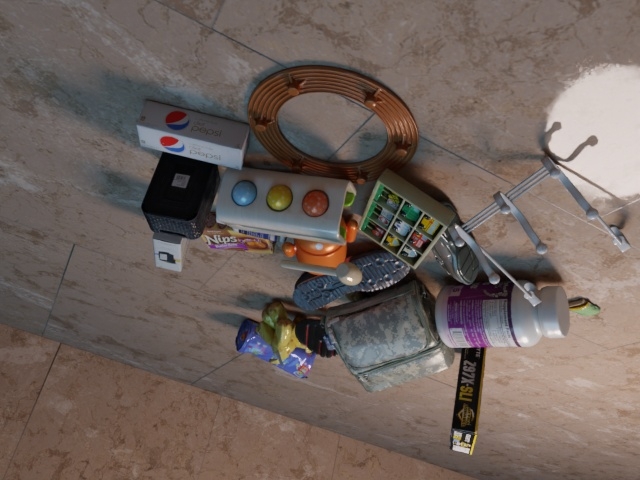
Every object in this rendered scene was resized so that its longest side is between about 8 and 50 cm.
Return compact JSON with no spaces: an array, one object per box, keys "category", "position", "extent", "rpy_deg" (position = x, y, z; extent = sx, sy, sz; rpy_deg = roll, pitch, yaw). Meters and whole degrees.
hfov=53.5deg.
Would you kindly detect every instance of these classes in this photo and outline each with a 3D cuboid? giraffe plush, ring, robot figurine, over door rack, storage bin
[{"category":"giraffe plush","position":[-0.084,0.303,2.082],"extent":[0.170,0.210,0.181],"rpy_deg":[-6,157,-31]},{"category":"ring","position":[0.020,-0.204,1.226],"extent":[0.336,0.032,0.336],"rpy_deg":[10,151,5]},{"category":"robot figurine","position":[-0.002,0.001,1.504],"extent":[0.158,0.128,0.219],"rpy_deg":[15,152,9]},{"category":"over door rack","position":[0.445,0.006,1.256],"extent":[0.239,0.108,0.324],"rpy_deg":[-38,127,26]},{"category":"storage bin","position":[-0.300,-0.105,1.385],"extent":[0.122,0.180,0.084],"rpy_deg":[11,152,5]}]

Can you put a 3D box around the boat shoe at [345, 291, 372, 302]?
[{"category":"boat shoe","position":[0.127,0.172,1.841],"extent":[0.048,0.056,0.153],"rpy_deg":[-5,140,38]}]

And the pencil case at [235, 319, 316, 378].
[{"category":"pencil case","position":[-0.164,0.394,2.298],"extent":[0.306,0.119,0.133],"rpy_deg":[28,126,-23]}]

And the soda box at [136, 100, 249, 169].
[{"category":"soda box","position":[-0.255,-0.213,1.287],"extent":[0.216,0.069,0.074],"rpy_deg":[13,152,-1]}]

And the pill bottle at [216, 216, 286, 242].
[{"category":"pill bottle","position":[-0.155,-0.057,1.501],"extent":[0.169,0.094,0.094],"rpy_deg":[13,152,0]}]

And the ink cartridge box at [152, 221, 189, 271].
[{"category":"ink cartridge box","position":[-0.378,-0.014,1.642],"extent":[0.072,0.127,0.175],"rpy_deg":[13,153,-5]}]

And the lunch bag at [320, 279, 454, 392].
[{"category":"lunch bag","position":[0.185,0.248,1.749],"extent":[0.305,0.212,0.256],"rpy_deg":[-21,124,19]}]

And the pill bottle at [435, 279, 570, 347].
[{"category":"pill bottle","position":[0.457,0.185,1.600],"extent":[0.301,0.169,0.169],"rpy_deg":[-7,146,33]}]

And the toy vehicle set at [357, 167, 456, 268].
[{"category":"toy vehicle set","position":[0.174,-0.039,1.358],"extent":[0.166,0.035,0.267],"rpy_deg":[35,160,8]}]

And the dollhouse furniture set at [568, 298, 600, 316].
[{"category":"dollhouse furniture set","position":[0.649,0.205,1.667],"extent":[0.076,0.058,0.152],"rpy_deg":[28,149,-26]}]

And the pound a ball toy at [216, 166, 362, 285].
[{"category":"pound a ball toy","position":[-0.059,-0.037,1.333],"extent":[0.319,0.208,0.136],"rpy_deg":[9,170,17]}]

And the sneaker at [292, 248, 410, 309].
[{"category":"sneaker","position":[0.078,0.074,1.653],"extent":[0.319,0.131,0.112],"rpy_deg":[-17,115,15]}]

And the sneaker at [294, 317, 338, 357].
[{"category":"sneaker","position":[0.062,0.317,2.045],"extent":[0.314,0.116,0.136],"rpy_deg":[12,179,-13]}]

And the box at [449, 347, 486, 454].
[{"category":"box","position":[0.451,0.457,1.935],"extent":[0.079,0.322,0.257],"rpy_deg":[7,151,15]}]

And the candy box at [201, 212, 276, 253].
[{"category":"candy box","position":[-0.217,-0.019,1.642],"extent":[0.187,0.053,0.109],"rpy_deg":[4,151,14]}]

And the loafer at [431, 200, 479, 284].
[{"category":"loafer","position":[0.285,0.000,1.441],"extent":[0.084,0.096,0.267],"rpy_deg":[14,151,41]}]
